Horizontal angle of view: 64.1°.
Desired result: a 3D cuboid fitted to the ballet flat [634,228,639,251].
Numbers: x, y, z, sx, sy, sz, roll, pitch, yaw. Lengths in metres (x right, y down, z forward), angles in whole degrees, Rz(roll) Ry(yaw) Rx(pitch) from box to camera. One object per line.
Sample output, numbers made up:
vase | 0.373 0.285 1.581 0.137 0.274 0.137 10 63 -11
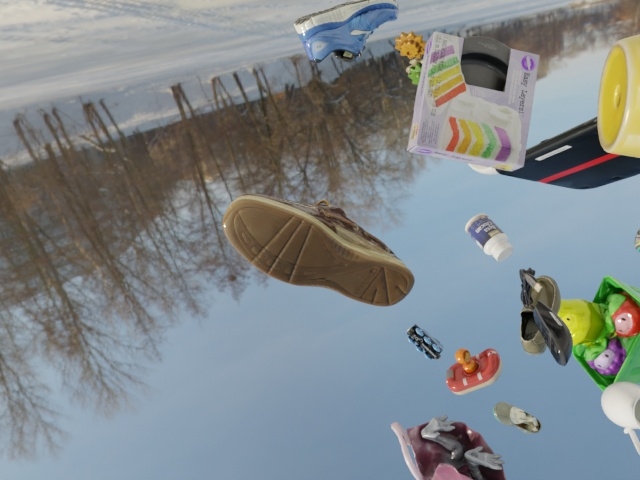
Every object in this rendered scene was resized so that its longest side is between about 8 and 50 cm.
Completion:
ballet flat | 0.465 -0.009 0.651 0.114 0.041 0.041 -5 -160 31

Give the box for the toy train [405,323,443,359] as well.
toy train | 0.454 0.442 2.232 0.080 0.184 0.105 -49 172 19

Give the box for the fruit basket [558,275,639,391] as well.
fruit basket | 0.992 0.320 1.825 0.392 0.392 0.283 -12 -153 -1

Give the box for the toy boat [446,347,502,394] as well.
toy boat | 0.573 0.477 1.961 0.231 0.151 0.151 -30 -165 23

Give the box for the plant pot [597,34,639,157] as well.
plant pot | 0.546 -0.211 0.731 0.239 0.254 0.254 2 -158 15

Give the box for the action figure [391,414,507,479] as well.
action figure | 0.304 0.615 1.203 0.275 0.370 0.248 -1 -150 -9

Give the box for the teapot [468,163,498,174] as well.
teapot | 0.665 -0.363 1.899 0.187 0.256 0.252 -3 176 -33

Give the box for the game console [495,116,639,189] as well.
game console | 0.702 -0.222 1.310 0.341 0.060 0.386 8 167 -19

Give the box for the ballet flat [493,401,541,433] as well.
ballet flat | 0.626 0.555 1.608 0.068 0.213 0.072 -20 -131 44

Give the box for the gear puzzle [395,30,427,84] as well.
gear puzzle | 0.320 -0.416 1.329 0.175 0.339 0.044 -9 -129 52

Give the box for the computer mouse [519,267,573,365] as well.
computer mouse | 0.608 0.189 1.361 0.060 0.184 0.262 -18 -140 6

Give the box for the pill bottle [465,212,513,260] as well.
pill bottle | 0.596 -0.009 1.798 0.094 0.094 0.169 -18 -130 -18

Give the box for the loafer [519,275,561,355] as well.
loafer | 0.656 0.215 1.536 0.094 0.087 0.251 -1 -117 40

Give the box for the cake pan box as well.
cake pan box | 0.333 -0.301 1.110 0.245 0.267 0.070 12 176 -7

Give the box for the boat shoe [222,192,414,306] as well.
boat shoe | 0.000 0.000 0.845 0.342 0.123 0.123 21 -148 -23

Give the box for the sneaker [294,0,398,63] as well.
sneaker | 0.082 -0.574 1.409 0.330 0.147 0.129 -28 -150 -23

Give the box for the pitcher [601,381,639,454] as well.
pitcher | 0.857 0.483 1.402 0.125 0.178 0.207 9 173 8
